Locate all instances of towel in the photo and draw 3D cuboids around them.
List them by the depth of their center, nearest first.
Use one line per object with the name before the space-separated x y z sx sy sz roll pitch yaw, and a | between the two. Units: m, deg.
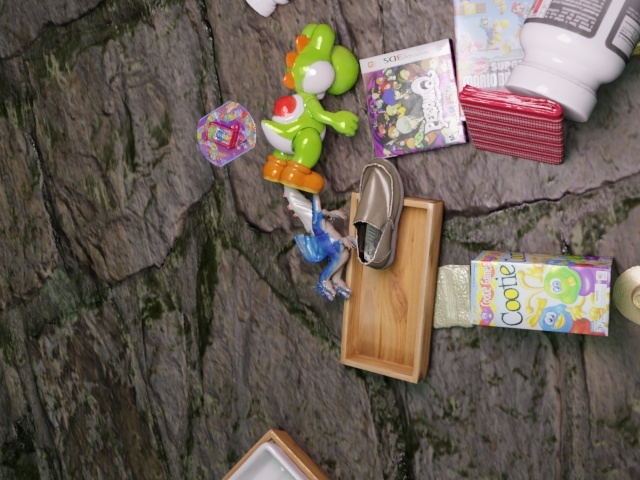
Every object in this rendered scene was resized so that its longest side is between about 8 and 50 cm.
towel | 0.389 -0.227 1.572 0.199 0.275 0.031 16 80 21
towel | 0.296 0.129 1.790 0.110 0.027 0.148 -5 96 24

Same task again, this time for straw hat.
straw hat | 0.676 0.120 1.610 0.145 0.061 0.144 3 99 23

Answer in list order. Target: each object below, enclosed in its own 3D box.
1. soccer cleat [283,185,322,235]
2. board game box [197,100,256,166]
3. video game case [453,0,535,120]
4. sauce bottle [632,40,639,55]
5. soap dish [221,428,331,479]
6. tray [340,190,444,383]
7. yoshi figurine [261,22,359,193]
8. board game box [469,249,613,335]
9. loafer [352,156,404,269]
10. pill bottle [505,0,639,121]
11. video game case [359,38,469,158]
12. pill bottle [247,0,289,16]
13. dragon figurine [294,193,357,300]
soccer cleat | -0.019 -0.062 1.877 0.076 0.068 0.196 -31 90 14
board game box | -0.243 -0.266 1.952 0.169 0.033 0.133 -26 88 24
video game case | 0.387 -0.401 1.648 0.204 0.025 0.285 -3 96 13
sauce bottle | 0.593 -0.387 1.576 0.128 0.042 0.042 -2 97 24
soap dish | -0.083 0.643 1.982 0.291 0.118 0.229 45 112 11
tray | 0.162 0.102 1.804 0.203 0.076 0.410 10 103 30
yoshi figurine | -0.003 -0.295 1.762 0.204 0.203 0.362 14 99 7
board game box | 0.466 0.106 1.652 0.275 0.142 0.144 3 99 22
loafer | 0.123 -0.055 1.710 0.094 0.087 0.251 4 99 32
pill bottle | 0.507 -0.426 1.484 0.210 0.210 0.362 27 97 17
video game case | 0.208 -0.312 1.749 0.210 0.042 0.232 -8 95 23
pill bottle | -0.091 -0.606 1.793 0.180 0.108 0.108 -42 81 22
dragon figurine | 0.000 0.000 1.795 0.144 0.085 0.289 -37 80 27
